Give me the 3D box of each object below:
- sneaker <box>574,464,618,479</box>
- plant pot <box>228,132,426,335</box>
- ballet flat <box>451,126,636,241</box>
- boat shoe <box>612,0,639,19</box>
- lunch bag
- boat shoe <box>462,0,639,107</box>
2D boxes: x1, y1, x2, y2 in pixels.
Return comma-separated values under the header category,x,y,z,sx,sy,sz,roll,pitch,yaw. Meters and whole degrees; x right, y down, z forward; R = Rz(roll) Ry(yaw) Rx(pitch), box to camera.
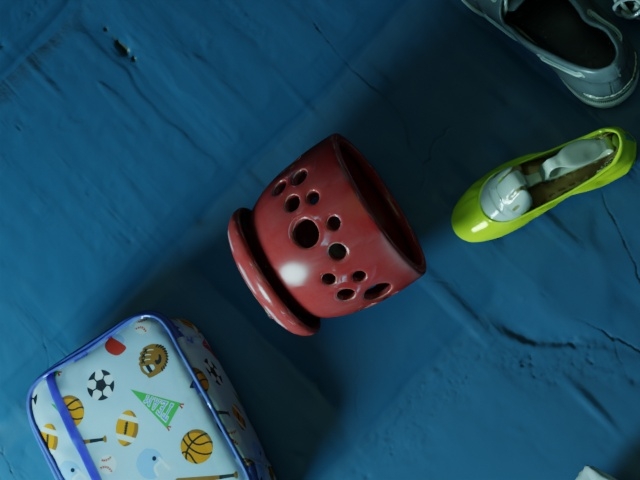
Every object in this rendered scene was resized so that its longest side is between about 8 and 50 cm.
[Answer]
category,x,y,z,sx,sy,sz,roll,pitch,yaw
sneaker,0.355,0.360,1.574,0.292,0.108,0.169,38,92,27
plant pot,0.000,0.000,1.706,0.174,0.191,0.191,-31,74,11
ballet flat,0.249,-0.070,1.709,0.231,0.077,0.077,-24,75,10
boat shoe,0.370,-0.296,1.700,0.105,0.113,0.306,-33,71,14
lunch bag,-0.200,0.254,1.756,0.243,0.115,0.303,-31,73,10
boat shoe,0.243,-0.286,1.738,0.116,0.099,0.319,-43,72,5
